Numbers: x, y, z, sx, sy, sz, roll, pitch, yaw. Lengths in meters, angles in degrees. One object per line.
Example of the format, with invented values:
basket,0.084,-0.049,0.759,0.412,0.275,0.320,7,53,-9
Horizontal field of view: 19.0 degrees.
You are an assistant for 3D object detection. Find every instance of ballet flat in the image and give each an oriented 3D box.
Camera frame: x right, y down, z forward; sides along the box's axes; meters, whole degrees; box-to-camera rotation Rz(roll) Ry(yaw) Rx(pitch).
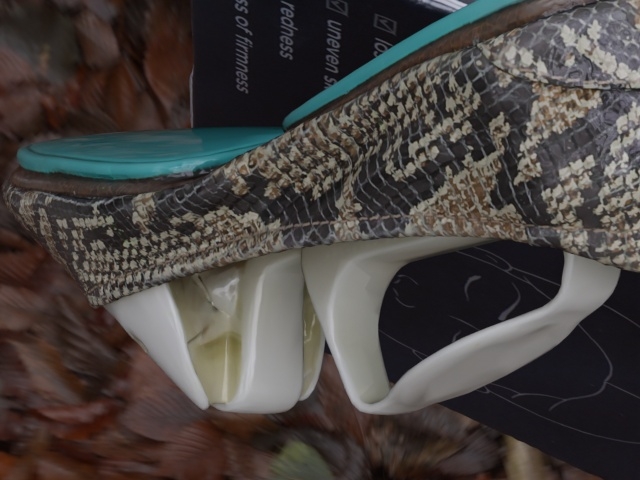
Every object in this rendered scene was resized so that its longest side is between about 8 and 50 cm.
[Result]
ballet flat,0.000,0.000,0.945,0.164,0.483,0.182,-12,90,-42

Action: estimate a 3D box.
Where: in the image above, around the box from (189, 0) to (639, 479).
box,0.186,-0.085,1.256,0.472,0.480,0.297,26,63,11
